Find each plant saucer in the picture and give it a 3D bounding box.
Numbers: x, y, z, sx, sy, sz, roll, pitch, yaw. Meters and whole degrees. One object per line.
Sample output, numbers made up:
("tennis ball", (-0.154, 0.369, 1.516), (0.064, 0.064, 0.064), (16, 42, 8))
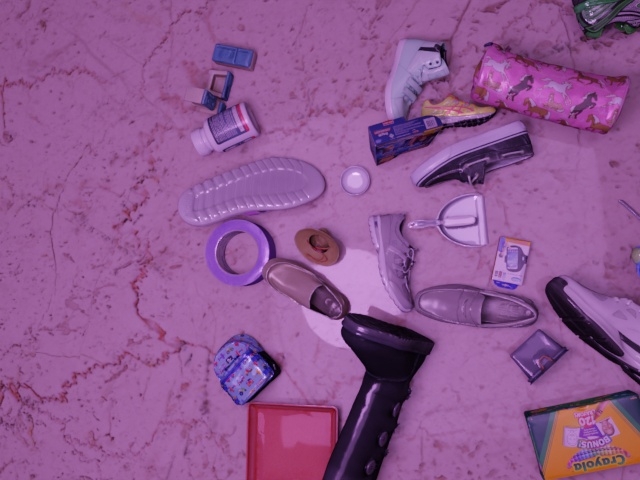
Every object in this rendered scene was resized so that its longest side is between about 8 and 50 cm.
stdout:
("plant saucer", (-0.077, 0.582, 1.812), (0.259, 0.048, 0.258), (0, 87, 10))

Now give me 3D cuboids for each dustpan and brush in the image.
("dustpan and brush", (0.344, -0.049, 1.765), (0.211, 0.060, 0.147), (-5, 86, 10))

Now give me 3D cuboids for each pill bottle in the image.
("pill bottle", (-0.276, -0.315, 1.871), (0.180, 0.108, 0.107), (-23, 83, 8))

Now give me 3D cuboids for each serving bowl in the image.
("serving bowl", (0.098, -0.167, 1.834), (0.083, 0.027, 0.083), (-1, 87, 10))

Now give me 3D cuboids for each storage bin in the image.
("storage bin", (0.563, 0.298, 1.693), (0.135, 0.098, 0.091), (-45, 70, 5))

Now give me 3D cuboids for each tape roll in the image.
("tape roll", (-0.227, 0.036, 1.856), (0.189, 0.080, 0.188), (0, 87, 11))

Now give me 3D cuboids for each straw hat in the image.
("straw hat", (0.000, 0.000, 1.820), (0.145, 0.144, 0.061), (22, 50, 11))

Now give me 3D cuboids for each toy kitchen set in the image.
("toy kitchen set", (-0.282, -0.467, 1.851), (0.122, 0.166, 0.207), (13, 89, 11))

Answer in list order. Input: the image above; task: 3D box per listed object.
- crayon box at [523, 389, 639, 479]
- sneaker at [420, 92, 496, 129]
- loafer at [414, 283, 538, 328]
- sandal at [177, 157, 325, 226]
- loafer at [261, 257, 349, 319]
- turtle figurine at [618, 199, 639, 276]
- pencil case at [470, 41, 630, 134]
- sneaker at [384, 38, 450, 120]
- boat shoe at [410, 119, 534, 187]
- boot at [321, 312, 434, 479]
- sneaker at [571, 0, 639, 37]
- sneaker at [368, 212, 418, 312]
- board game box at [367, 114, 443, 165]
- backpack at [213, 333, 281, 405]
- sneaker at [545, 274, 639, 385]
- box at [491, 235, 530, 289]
("crayon box", (0.682, 0.496, 1.660), (0.279, 0.081, 0.165), (-15, 84, 9))
("sneaker", (0.372, -0.358, 1.770), (0.209, 0.081, 0.094), (-3, 84, 11))
("loafer", (0.408, 0.173, 1.714), (0.320, 0.111, 0.111), (2, 87, 10))
("sandal", (-0.196, -0.132, 1.851), (0.417, 0.102, 0.169), (-11, 66, -6))
("loafer", (-0.036, 0.132, 1.781), (0.269, 0.092, 0.101), (28, 89, -5))
("turtle figurine", (0.901, 0.003, 1.585), (0.266, 0.198, 0.274), (19, 58, -9))
("pencil case", (0.593, -0.394, 1.692), (0.386, 0.160, 0.167), (20, 96, 11))
("sneaker", (0.267, -0.428, 1.767), (0.151, 0.094, 0.255), (9, 86, 31))
("boat shoe", (0.409, -0.205, 1.731), (0.335, 0.121, 0.119), (-24, 78, 6))
("boot", (0.100, 0.425, 1.645), (0.146, 0.367, 0.445), (27, 93, 42))
("sneaker", (0.831, -0.625, 1.694), (0.344, 0.134, 0.146), (-15, 109, 5))
("sneaker", (0.214, 0.054, 1.760), (0.115, 0.105, 0.281), (-16, 83, 9))
("board game box", (0.208, -0.271, 1.757), (0.194, 0.194, 0.060), (-17, 81, -11))
("backpack", (-0.222, 0.352, 1.819), (0.158, 0.117, 0.173), (-43, 78, 4))
("sneaker", (0.801, 0.186, 1.639), (0.447, 0.169, 0.257), (41, 85, 3))
("box", (0.509, 0.062, 1.746), (0.081, 0.028, 0.136), (11, 87, 11))
